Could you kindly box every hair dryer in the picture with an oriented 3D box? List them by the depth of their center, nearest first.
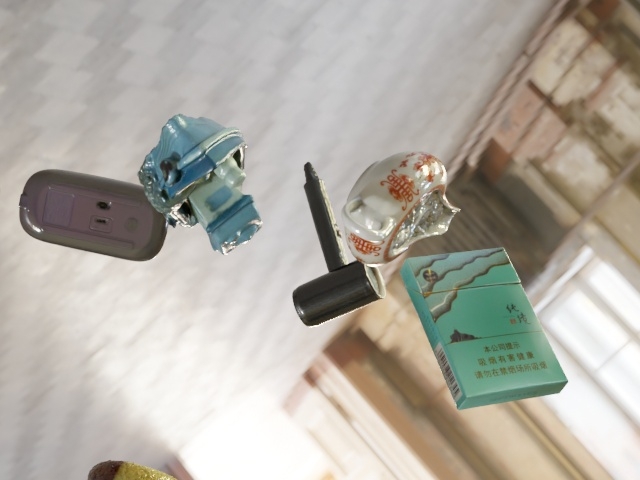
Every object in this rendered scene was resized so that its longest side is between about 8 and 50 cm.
[{"bbox_3d":[0.000,0.000,1.924,0.128,0.255,0.070,-26,152,16],"label":"hair dryer"}]

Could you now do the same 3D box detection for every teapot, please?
[{"bbox_3d":[0.088,-0.038,1.583,0.159,0.116,0.245,-49,170,31],"label":"teapot"}]

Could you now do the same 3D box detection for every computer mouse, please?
[{"bbox_3d":[-0.346,-0.039,1.962,0.057,0.232,0.120,-35,135,-85],"label":"computer mouse"}]

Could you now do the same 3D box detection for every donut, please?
[{"bbox_3d":[-0.203,0.290,1.415,0.140,0.140,0.059,111,-2,-64],"label":"donut"}]

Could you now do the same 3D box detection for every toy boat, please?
[{"bbox_3d":[-0.106,-0.050,1.226,0.109,0.098,0.238,-36,169,-8],"label":"toy boat"}]

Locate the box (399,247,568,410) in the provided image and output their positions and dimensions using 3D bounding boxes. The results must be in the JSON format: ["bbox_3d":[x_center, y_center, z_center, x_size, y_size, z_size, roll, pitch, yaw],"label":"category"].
[{"bbox_3d":[0.220,0.116,1.747,0.162,0.229,0.041,-5,144,-23],"label":"box"}]
